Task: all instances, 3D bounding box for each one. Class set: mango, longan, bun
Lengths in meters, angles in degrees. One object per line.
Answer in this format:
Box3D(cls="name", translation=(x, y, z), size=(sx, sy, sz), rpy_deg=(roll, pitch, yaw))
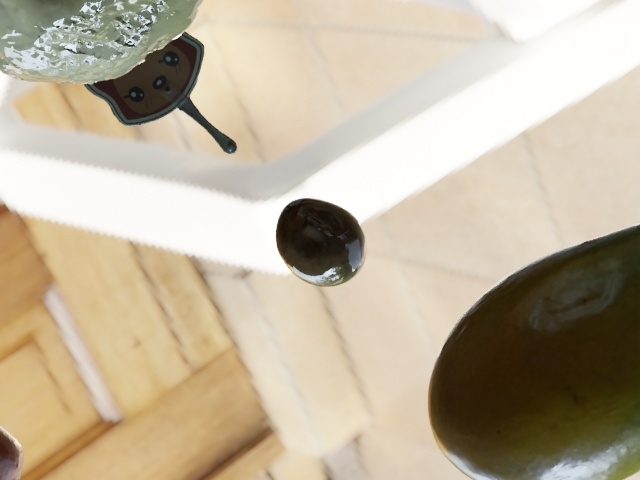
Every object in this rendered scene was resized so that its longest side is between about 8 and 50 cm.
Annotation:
Box3D(cls="mango", translation=(0.147, 0.061, 0.975), size=(0.130, 0.195, 0.092), rpy_deg=(48, -172, 16))
Box3D(cls="longan", translation=(0.000, 0.000, 1.984), size=(0.113, 0.092, 0.113), rpy_deg=(42, 169, 10))
Box3D(cls="bun", translation=(-0.167, -0.225, 1.115), size=(0.259, 0.152, 0.259), rpy_deg=(-13, 70, 40))

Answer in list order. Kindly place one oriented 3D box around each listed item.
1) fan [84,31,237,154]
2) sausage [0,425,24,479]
Box3D(cls="fan", translation=(-0.176, -0.175, 2.062), size=(0.220, 0.132, 0.009), rpy_deg=(42, -172, -13))
Box3D(cls="sausage", translation=(-0.349, 0.174, 1.620), size=(0.194, 0.077, 0.077), rpy_deg=(36, 163, -31))
